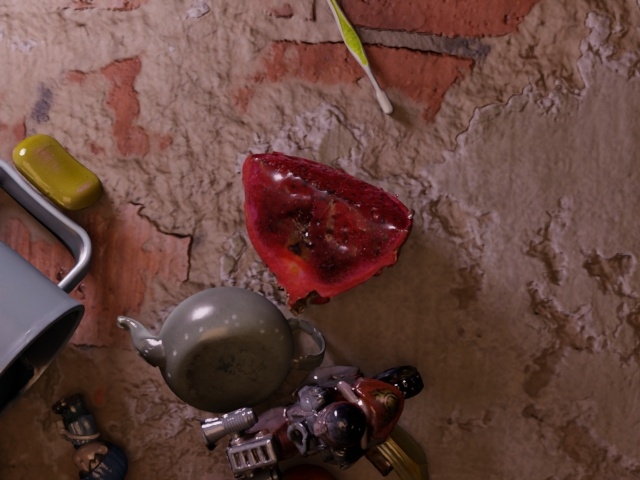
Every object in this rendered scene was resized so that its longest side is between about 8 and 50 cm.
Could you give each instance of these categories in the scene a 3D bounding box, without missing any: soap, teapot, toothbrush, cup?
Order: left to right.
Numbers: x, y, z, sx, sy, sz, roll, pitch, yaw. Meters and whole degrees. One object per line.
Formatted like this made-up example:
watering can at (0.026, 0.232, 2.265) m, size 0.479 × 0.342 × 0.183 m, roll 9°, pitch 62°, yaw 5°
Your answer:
cup at (-0.511, 0.065, 1.734) m, size 0.311 × 0.257 × 0.331 m, roll 40°, pitch 95°, yaw 3°
soap at (-0.383, -0.097, 1.809) m, size 0.140 × 0.089 × 0.045 m, roll 41°, pitch 133°, yaw 2°
teapot at (-0.135, 0.149, 1.761) m, size 0.294 × 0.129 × 0.193 m, roll 0°, pitch 125°, yaw -15°
toothbrush at (0.042, -0.299, 1.801) m, size 0.022 × 0.026 × 0.263 m, roll -27°, pitch 90°, yaw -2°

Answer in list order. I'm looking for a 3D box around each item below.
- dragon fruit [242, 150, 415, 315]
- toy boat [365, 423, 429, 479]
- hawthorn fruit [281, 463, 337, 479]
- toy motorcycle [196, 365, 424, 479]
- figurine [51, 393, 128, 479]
dragon fruit at (0.000, 0.000, 1.772) m, size 0.262 × 0.134 × 0.211 m, roll 30°, pitch 105°, yaw 18°
toy boat at (0.105, 0.313, 1.795) m, size 0.066 × 0.065 × 0.172 m, roll -44°, pitch 85°, yaw 21°
hawthorn fruit at (0.036, 0.428, 1.787) m, size 0.285 × 0.165 × 0.165 m, roll 24°, pitch 93°, yaw -21°
toy motorcycle at (-0.049, 0.269, 1.693) m, size 0.401 × 0.207 × 0.134 m, roll -19°, pitch 94°, yaw 5°
figurine at (-0.342, 0.301, 1.825) m, size 0.087 × 0.086 × 0.149 m, roll -16°, pitch 76°, yaw -35°
